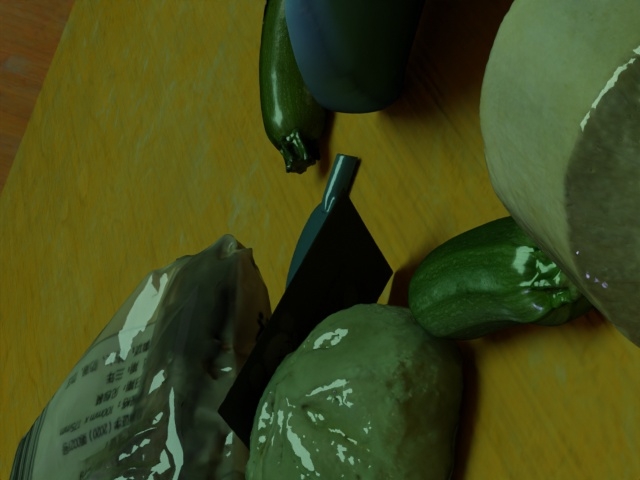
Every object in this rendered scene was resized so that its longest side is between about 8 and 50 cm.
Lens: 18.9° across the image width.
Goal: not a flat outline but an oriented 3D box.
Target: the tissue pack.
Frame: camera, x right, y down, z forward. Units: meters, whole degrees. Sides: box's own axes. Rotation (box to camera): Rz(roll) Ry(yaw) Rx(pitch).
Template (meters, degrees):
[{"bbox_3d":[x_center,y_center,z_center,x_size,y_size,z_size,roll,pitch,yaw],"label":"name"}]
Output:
[{"bbox_3d":[-0.144,0.233,1.543,0.375,0.195,0.390,128,151,-57],"label":"tissue pack"}]

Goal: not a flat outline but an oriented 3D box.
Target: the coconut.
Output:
[{"bbox_3d":[0.180,-0.053,0.886,0.202,0.202,0.222,-65,22,20],"label":"coconut"}]

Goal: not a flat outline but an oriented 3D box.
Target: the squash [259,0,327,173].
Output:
[{"bbox_3d":[-0.017,-0.196,1.793,0.080,0.071,0.319,-39,37,57],"label":"squash"}]

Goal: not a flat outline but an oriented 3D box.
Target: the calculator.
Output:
[{"bbox_3d":[0.038,-0.231,1.450,0.386,0.054,0.256,41,-115,-74],"label":"calculator"}]

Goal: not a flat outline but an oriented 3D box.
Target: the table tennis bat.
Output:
[{"bbox_3d":[0.000,0.000,1.646,0.100,0.019,0.155,-157,84,-72],"label":"table tennis bat"}]

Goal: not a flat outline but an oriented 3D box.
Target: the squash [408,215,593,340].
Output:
[{"bbox_3d":[0.117,0.022,1.196,0.077,0.068,0.219,-46,10,-18],"label":"squash"}]

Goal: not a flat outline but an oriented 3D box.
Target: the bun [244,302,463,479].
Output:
[{"bbox_3d":[0.017,0.132,1.314,0.195,0.118,0.195,-57,21,35],"label":"bun"}]

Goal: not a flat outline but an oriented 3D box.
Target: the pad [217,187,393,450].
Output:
[{"bbox_3d":[-0.007,0.071,1.403,0.190,0.004,0.127,-61,-31,-18],"label":"pad"}]
